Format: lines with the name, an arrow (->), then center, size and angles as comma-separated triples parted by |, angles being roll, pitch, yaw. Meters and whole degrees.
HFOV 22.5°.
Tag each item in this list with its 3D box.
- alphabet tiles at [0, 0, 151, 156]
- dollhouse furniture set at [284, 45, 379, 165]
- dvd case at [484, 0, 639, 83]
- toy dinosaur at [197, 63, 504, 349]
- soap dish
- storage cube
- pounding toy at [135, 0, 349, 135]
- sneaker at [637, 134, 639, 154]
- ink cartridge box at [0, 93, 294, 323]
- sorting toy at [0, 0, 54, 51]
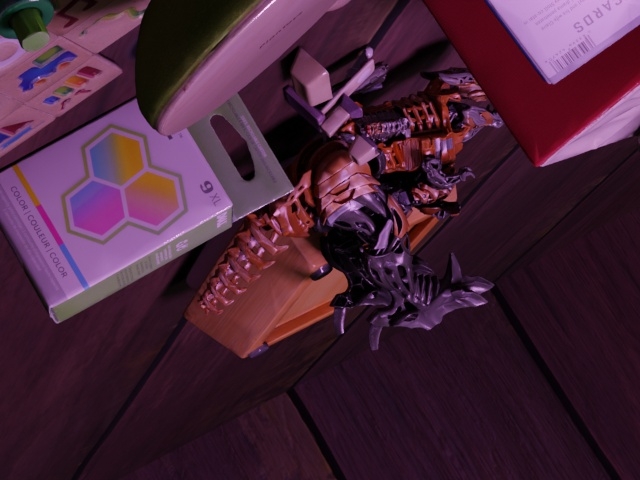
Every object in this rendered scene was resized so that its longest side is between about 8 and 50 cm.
alphabet tiles -> -0.246, -0.088, 0.948 | 0.285, 0.011, 0.342 | -33, 168, 9
dollhouse furniture set -> 0.028, -0.131, 1.328 | 0.081, 0.091, 0.114 | -46, 167, -8
dvd case -> 0.163, -0.227, 1.032 | 0.179, 0.029, 0.238 | -34, 131, 12
toy dinosaur -> 0.034, -0.031, 1.464 | 0.322, 0.218, 0.164 | -26, -160, 5
soap dish -> 0.000, 0.000, 1.676 | 0.229, 0.118, 0.291 | -25, 166, -29
storage cube -> 0.219, -0.194, 1.245 | 0.215, 0.193, 0.184 | -42, 165, 36
pounding toy -> -0.044, -0.172, 0.926 | 0.237, 0.110, 0.183 | -42, 179, -41
sneaker -> 0.366, -0.100, 1.219 | 0.182, 0.127, 0.315 | -28, 166, -9
ink cartridge box -> -0.133, -0.039, 1.193 | 0.209, 0.109, 0.062 | -29, 169, -10
sorting toy -> -0.022, -0.201, 0.715 | 0.366, 0.126, 0.127 | -33, 155, 11
